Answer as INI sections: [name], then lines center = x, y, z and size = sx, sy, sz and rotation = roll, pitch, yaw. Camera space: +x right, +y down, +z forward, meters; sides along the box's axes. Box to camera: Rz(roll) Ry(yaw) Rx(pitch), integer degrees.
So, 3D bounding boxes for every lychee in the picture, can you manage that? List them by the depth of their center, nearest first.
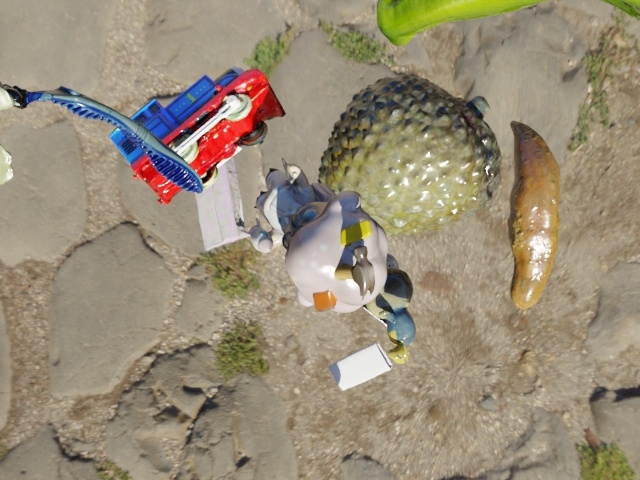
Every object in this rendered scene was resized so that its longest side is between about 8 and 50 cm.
[lychee]
center = 0.130, -0.116, 0.911
size = 0.274, 0.255, 0.255
rotation = -42, 73, 9

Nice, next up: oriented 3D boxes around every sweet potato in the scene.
[sweet potato]
center = 0.388, -0.048, 1.128
size = 0.095, 0.106, 0.355
rotation = -2, 91, -28

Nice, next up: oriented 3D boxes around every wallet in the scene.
[wallet]
center = 0.077, 0.247, 1.216
size = 0.122, 0.025, 0.061
rotation = -32, 93, 29

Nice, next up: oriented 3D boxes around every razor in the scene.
[razor]
center = -0.132, -0.069, 0.406
size = 0.044, 0.154, 0.028
rotation = 17, 83, 44

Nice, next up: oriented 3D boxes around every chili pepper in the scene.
[chili pepper]
center = 0.129, -0.148, 0.374
size = 0.201, 0.052, 0.050
rotation = 8, 92, 29

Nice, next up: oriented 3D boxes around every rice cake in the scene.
[rice cake]
center = -0.232, -0.133, 1.370
size = 0.106, 0.050, 0.298
rotation = -11, 91, 30

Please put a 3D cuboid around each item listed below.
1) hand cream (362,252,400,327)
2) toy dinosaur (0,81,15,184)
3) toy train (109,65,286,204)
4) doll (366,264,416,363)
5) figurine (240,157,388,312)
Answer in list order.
[hand cream]
center = 0.139, 0.106, 1.366
size = 0.121, 0.336, 0.076
rotation = 37, 109, -10
[toy dinosaur]
center = -0.290, -0.124, 0.401
size = 0.301, 0.087, 0.447
rotation = 38, 128, 34
[toy train]
center = -0.158, -0.146, 0.807
size = 0.204, 0.083, 0.131
rotation = -40, 55, -6
[doll]
center = 0.128, 0.129, 1.128
size = 0.088, 0.102, 0.179
rotation = -5, 70, 16
[figurine]
center = 0.000, 0.000, 0.656
size = 0.229, 0.112, 0.137
rotation = 45, 113, 42
